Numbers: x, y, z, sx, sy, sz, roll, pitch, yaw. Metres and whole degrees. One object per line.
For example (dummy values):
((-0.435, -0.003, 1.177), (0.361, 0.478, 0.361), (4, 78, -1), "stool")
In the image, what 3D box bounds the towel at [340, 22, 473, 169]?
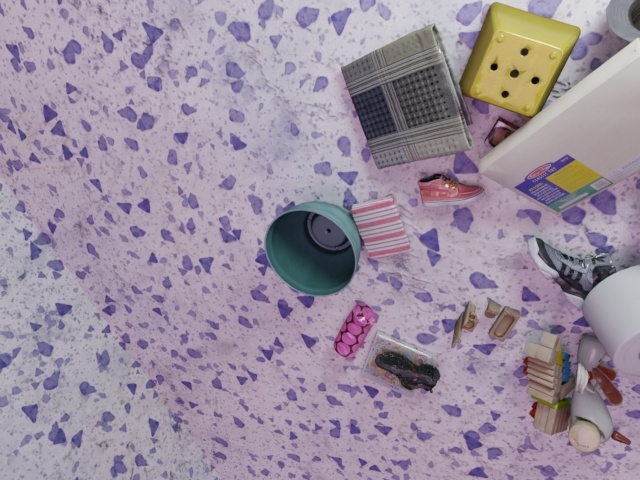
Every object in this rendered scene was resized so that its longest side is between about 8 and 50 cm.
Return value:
((0.221, -0.348, 1.214), (0.324, 0.056, 0.312), (-2, 117, 50), "towel")

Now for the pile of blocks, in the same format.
((0.700, 0.428, 1.474), (0.112, 0.148, 0.363), (16, 121, 53), "pile of blocks")

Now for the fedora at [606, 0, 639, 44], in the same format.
((0.723, -0.421, 0.937), (0.275, 0.244, 0.124), (-9, 143, 22), "fedora")

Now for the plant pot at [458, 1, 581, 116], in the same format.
((0.439, -0.390, 1.066), (0.212, 0.187, 0.212), (23, 124, 9), "plant pot")

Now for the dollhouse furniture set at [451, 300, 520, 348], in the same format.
((0.505, 0.273, 1.447), (0.151, 0.123, 0.144), (24, 124, 9), "dollhouse furniture set")

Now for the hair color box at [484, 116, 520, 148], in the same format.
((0.499, -0.248, 1.207), (0.141, 0.043, 0.072), (29, 126, 7), "hair color box")

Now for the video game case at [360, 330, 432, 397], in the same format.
((0.269, 0.450, 1.708), (0.206, 0.026, 0.227), (22, 123, 11), "video game case")

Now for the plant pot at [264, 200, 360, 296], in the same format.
((0.000, 0.000, 1.466), (0.292, 0.196, 0.293), (10, 120, 18), "plant pot")

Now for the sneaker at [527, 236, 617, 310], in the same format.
((0.687, 0.062, 1.270), (0.268, 0.101, 0.153), (43, 125, -11), "sneaker")

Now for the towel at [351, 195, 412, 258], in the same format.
((0.191, -0.037, 1.470), (0.144, 0.029, 0.197), (-11, 115, 28), "towel")

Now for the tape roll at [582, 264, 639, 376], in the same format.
((0.823, 0.203, 1.192), (0.245, 0.169, 0.246), (-2, 131, -2), "tape roll")

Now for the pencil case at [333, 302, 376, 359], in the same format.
((0.123, 0.320, 1.659), (0.098, 0.095, 0.209), (51, 136, 35), "pencil case")

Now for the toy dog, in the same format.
((0.815, 0.461, 1.364), (0.160, 0.220, 0.334), (7, 118, 27), "toy dog")

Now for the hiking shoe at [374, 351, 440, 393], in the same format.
((0.291, 0.468, 1.640), (0.226, 0.086, 0.114), (18, 120, 12), "hiking shoe")

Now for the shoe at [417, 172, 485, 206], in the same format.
((0.359, -0.145, 1.312), (0.177, 0.063, 0.081), (-6, 120, 30), "shoe")

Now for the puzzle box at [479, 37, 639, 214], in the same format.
((0.596, -0.218, 1.049), (0.272, 0.052, 0.409), (23, 146, -19), "puzzle box")
